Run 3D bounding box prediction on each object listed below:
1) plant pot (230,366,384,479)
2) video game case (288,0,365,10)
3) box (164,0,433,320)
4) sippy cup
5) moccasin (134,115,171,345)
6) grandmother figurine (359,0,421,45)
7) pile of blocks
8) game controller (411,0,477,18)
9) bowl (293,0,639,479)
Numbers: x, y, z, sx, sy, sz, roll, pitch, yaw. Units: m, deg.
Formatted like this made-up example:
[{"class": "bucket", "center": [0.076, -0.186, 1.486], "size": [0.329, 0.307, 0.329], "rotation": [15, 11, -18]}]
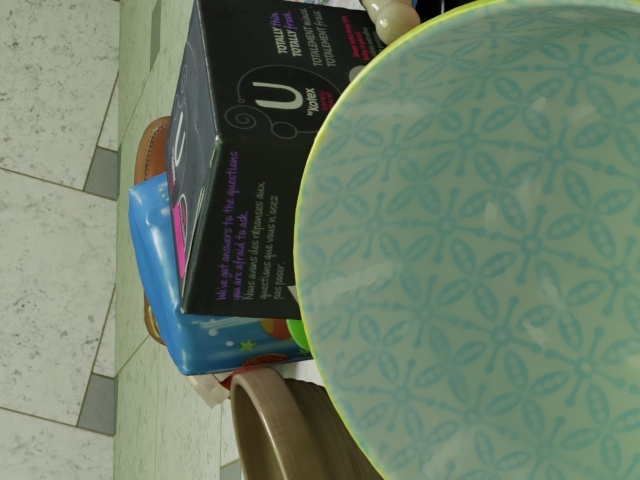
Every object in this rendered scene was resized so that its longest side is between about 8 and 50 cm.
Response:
[{"class": "plant pot", "center": [0.013, 0.205, 1.064], "size": [0.237, 0.110, 0.237], "rotation": [165, 90, -77]}, {"class": "video game case", "center": [0.000, -0.182, 1.153], "size": [0.143, 0.019, 0.157], "rotation": [4, 68, 56]}, {"class": "box", "center": [0.045, -0.048, 0.881], "size": [0.165, 0.270, 0.143], "rotation": [-102, 22, -48]}, {"class": "sippy cup", "center": [-0.036, 0.007, 1.146], "size": [0.305, 0.224, 0.240], "rotation": [113, 140, -70]}, {"class": "moccasin", "center": [-0.238, -0.009, 2.192], "size": [0.147, 0.139, 0.380], "rotation": [-139, 55, -71]}, {"class": "grandmother figurine", "center": [0.102, -0.204, 0.858], "size": [0.342, 0.208, 0.104], "rotation": [33, 148, 53]}, {"class": "pile of blocks", "center": [-0.099, 0.149, 1.749], "size": [0.112, 0.149, 0.362], "rotation": [50, 171, 1]}, {"class": "game controller", "center": [0.073, -0.224, 1.195], "size": [0.319, 0.067, 0.166], "rotation": [-103, 10, -48]}, {"class": "bowl", "center": [0.149, 0.010, 0.635], "size": [0.156, 0.289, 0.289], "rotation": [-33, -37, -51]}]
